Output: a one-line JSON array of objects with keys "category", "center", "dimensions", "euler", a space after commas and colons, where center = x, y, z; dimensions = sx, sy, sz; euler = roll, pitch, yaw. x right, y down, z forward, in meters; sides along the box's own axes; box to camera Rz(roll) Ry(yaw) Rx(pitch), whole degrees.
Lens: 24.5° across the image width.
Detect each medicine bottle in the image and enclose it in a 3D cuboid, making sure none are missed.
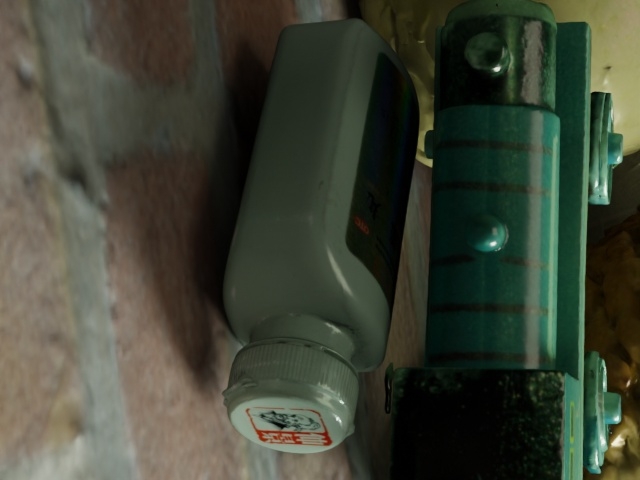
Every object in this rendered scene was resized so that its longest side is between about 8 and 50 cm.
[{"category": "medicine bottle", "center": [0.000, 0.000, 0.797], "dimensions": [0.121, 0.083, 0.229], "euler": [65, 30, -50]}]

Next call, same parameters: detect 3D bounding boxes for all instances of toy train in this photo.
[{"category": "toy train", "center": [0.104, 0.012, 0.823], "dimensions": [0.194, 0.120, 0.298], "euler": [29, 62, -73]}]

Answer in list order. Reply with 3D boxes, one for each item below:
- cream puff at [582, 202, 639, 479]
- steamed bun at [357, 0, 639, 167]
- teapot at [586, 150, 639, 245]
[{"category": "cream puff", "center": [0.252, 0.132, 1.121], "dimensions": [0.343, 0.231, 0.327], "euler": [81, 19, -50]}, {"category": "steamed bun", "center": [0.169, -0.157, 0.990], "dimensions": [0.273, 0.166, 0.232], "euler": [-10, 101, -21]}, {"category": "teapot", "center": [0.290, -0.054, 1.338], "dimensions": [0.221, 0.163, 0.178], "euler": [-12, 82, -40]}]
